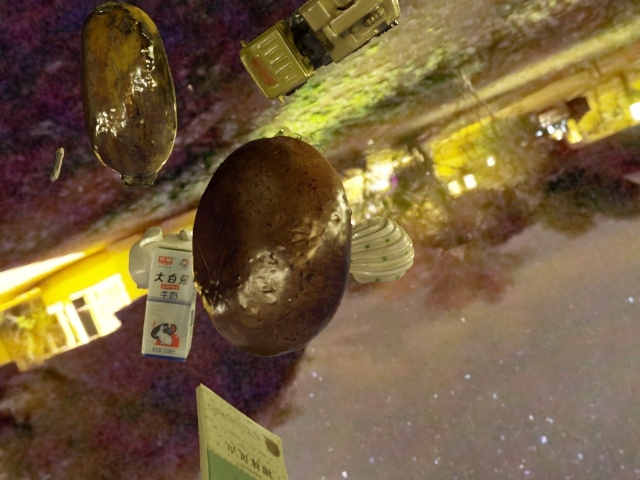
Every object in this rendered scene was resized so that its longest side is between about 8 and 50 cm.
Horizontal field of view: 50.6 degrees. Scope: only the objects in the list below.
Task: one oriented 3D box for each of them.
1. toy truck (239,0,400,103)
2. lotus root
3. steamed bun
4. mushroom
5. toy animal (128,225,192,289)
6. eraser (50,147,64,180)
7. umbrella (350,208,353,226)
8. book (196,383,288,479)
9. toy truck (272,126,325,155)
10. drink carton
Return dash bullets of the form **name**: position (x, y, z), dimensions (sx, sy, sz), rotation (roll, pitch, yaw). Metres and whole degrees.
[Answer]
- **toy truck**: position (0.001, -0.496, 1.616), dimensions (0.405, 0.180, 0.254), rotation (-30, -168, 15)
- **lotus root**: position (-0.414, -0.309, 1.451), dimensions (0.196, 0.397, 0.179), rotation (1, -168, 33)
- **steamed bun**: position (0.142, 0.028, 1.682), dimensions (0.183, 0.182, 0.106), rotation (-22, -171, 6)
- **mushroom**: position (-0.083, 0.011, 1.074), dimensions (0.239, 0.345, 0.345), rotation (-22, 180, -30)
- **toy animal**: position (-0.546, 0.068, 2.316), dimensions (0.206, 0.272, 0.265), rotation (-57, 164, 23)
- **eraser**: position (-0.750, -0.216, 1.924), dimensions (0.019, 0.099, 0.027), rotation (7, 164, -5)
- **umbrella**: position (0.042, -0.059, 2.069), dimensions (0.118, 0.118, 0.340), rotation (-22, -176, 7)
- **book**: position (-0.146, 0.481, 1.360), dimensions (0.031, 0.264, 0.379), rotation (-41, -150, 10)
- **toy truck**: position (-0.073, -0.269, 1.940), dimensions (0.085, 0.116, 0.191), rotation (-35, 169, 28)
- **drink carton**: position (-0.417, 0.170, 1.900), dimensions (0.131, 0.315, 0.106), rotation (7, -172, -5)
